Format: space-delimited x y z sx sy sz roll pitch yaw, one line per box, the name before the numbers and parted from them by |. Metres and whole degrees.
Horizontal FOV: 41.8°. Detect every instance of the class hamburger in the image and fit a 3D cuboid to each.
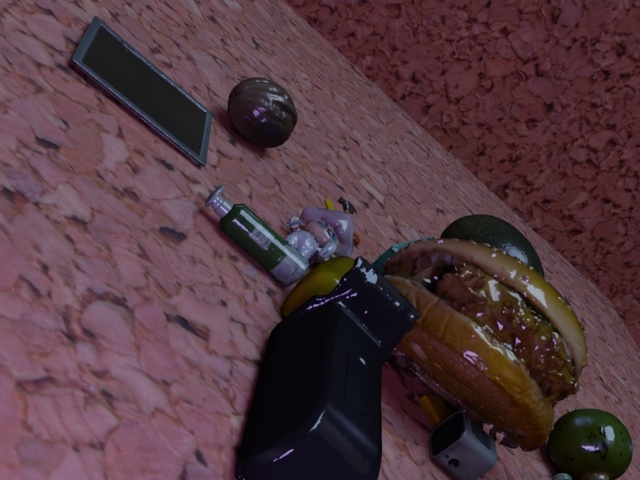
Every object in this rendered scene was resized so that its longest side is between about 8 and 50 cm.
hamburger | 0.307 0.155 1.490 0.445 0.268 0.287 41 -20 0

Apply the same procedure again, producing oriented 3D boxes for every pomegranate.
pomegranate | 0.589 0.477 1.822 0.181 0.181 0.224 36 41 -29

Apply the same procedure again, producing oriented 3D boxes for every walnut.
walnut | -0.123 -0.271 1.777 0.162 0.140 0.140 46 14 -51

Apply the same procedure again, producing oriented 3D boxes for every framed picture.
framed picture | -0.321 -0.274 1.549 0.296 0.019 0.232 39 23 -24

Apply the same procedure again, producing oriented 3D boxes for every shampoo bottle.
shampoo bottle | -0.111 -0.009 1.426 0.204 0.065 0.065 42 21 -15

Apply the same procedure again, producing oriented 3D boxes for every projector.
projector | 0.246 0.358 1.450 0.082 0.083 0.083 43 20 -12

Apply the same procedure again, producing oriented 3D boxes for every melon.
melon | 0.419 0.067 2.098 0.237 0.237 0.301 20 30 -51

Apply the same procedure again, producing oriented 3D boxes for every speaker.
speaker | 0.027 0.204 1.151 0.180 0.184 0.388 42 22 -15

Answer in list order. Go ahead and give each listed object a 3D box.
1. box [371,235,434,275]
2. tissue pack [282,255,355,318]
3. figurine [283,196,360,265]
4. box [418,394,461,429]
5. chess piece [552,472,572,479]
box | 0.222 0.108 1.803 0.205 0.118 0.311 50 20 11
tissue pack | 0.025 0.096 1.420 0.123 0.127 0.178 47 20 4
figurine | 0.000 0.000 1.580 0.137 0.112 0.229 44 32 13
box | 0.248 0.336 1.584 0.155 0.023 0.087 19 32 -51
chess piece | 0.507 0.530 1.733 0.042 0.042 0.093 39 30 -24
